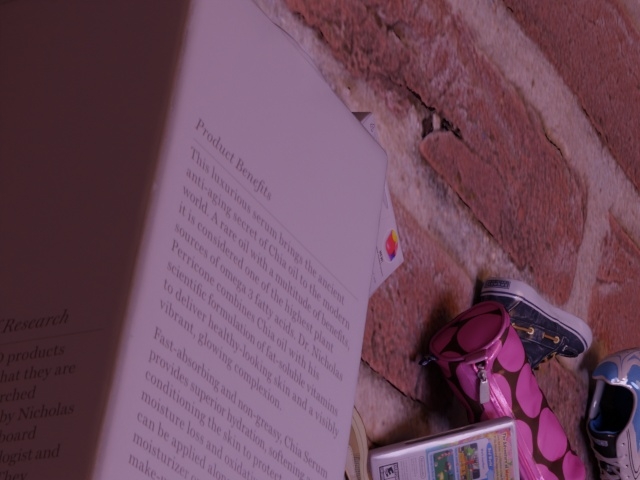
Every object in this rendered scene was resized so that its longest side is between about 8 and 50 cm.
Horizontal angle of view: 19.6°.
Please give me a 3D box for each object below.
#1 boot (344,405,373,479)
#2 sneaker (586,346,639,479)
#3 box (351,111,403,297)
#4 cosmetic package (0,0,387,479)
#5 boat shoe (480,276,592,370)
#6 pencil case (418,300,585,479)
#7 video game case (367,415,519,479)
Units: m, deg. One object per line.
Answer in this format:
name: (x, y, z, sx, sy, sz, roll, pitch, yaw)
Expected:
boot: (-0.027, 0.212, 1.438, 0.165, 0.077, 0.213, -54, 140, -39)
sneaker: (0.329, 0.232, 2.049, 0.086, 0.085, 0.237, -16, 113, -30)
box: (0.000, 0.000, 1.494, 0.186, 0.038, 0.145, -46, 132, -46)
cosmetic package: (-0.105, 0.092, 1.038, 0.230, 0.162, 0.453, 46, 44, -46)
boat shoe: (0.206, 0.103, 1.834, 0.183, 0.065, 0.083, 31, 68, -49)
pencil case: (0.175, 0.164, 1.721, 0.209, 0.095, 0.098, 59, 0, -24)
video game case: (0.113, 0.245, 1.655, 0.143, 0.019, 0.157, -12, 107, -20)
